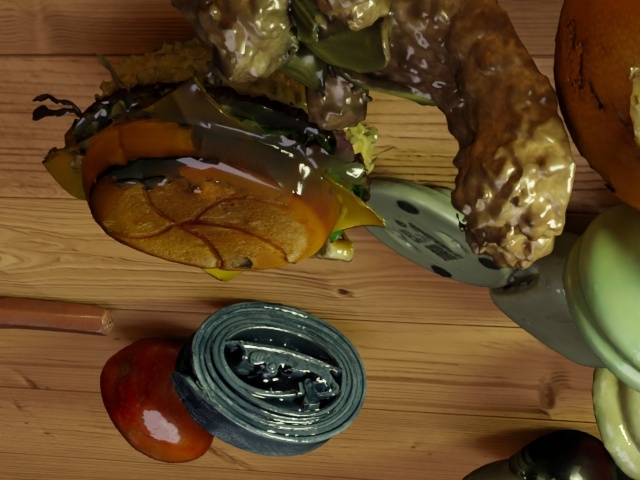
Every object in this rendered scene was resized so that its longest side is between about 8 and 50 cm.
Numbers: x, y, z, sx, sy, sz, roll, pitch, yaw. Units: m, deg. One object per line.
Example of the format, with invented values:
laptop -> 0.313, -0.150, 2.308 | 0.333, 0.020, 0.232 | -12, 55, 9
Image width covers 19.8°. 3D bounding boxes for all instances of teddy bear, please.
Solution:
teddy bear -> 0.022, -0.115, 1.146 | 0.223, 0.296, 0.246 | -13, 170, 0

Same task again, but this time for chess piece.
chess piece -> 0.387, 0.128, 1.660 | 0.144, 0.144, 0.251 | 29, 145, -35
chess piece -> 0.332, -0.011, 1.394 | 0.176, 0.175, 0.298 | 21, 140, -22

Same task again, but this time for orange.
orange -> 0.256, -0.110, 1.076 | 0.240, 0.240, 0.240 | 8, 155, 4

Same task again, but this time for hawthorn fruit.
hawthorn fruit -> -0.167, 0.167, 1.958 | 0.138, 0.132, 0.133 | 29, 150, -30

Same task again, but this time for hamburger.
hamburger -> -0.079, -0.071, 1.401 | 0.262, 0.138, 0.243 | 29, 148, -36

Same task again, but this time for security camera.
security camera -> 0.162, 0.012, 1.567 | 0.301, 0.080, 0.157 | 31, 164, -17

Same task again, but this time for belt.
belt -> -0.052, 0.137, 1.833 | 0.190, 0.141, 0.082 | 19, 152, -13

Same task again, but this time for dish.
dish -> 0.274, 0.274, 2.008 | 0.273, 0.133, 0.273 | 5, -165, -1

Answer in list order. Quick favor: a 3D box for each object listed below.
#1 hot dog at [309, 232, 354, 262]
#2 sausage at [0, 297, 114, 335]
hot dog -> 0.000, 0.000, 1.650 | 0.030, 0.034, 0.090 | 12, 176, -31
sausage -> -0.286, 0.081, 1.930 | 0.147, 0.035, 0.030 | 3, 135, 12
